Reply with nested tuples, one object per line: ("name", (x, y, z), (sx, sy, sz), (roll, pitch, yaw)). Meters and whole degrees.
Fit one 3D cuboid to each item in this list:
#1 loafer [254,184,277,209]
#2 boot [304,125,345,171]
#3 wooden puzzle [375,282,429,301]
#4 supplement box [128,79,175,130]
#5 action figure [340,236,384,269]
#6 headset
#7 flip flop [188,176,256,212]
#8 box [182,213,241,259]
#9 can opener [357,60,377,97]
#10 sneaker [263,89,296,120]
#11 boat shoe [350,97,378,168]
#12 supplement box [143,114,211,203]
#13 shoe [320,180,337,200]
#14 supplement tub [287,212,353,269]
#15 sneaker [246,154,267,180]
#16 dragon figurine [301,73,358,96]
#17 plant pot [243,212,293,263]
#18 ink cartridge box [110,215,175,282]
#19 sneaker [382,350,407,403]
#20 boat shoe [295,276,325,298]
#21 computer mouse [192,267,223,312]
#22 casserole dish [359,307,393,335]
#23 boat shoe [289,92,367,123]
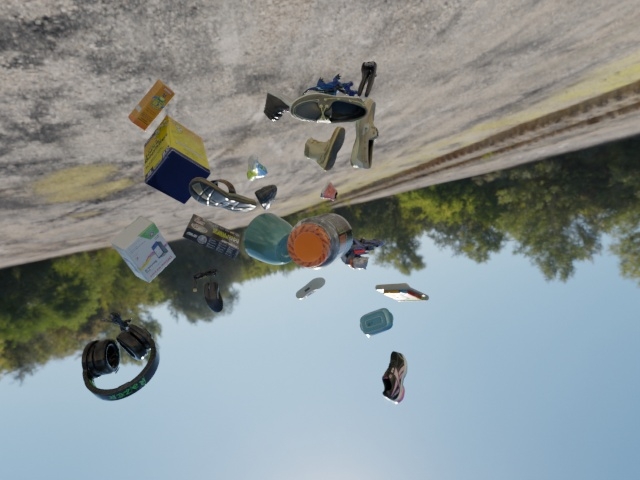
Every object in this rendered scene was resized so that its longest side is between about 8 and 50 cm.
("loafer", (-0.154, -0.130, 1.240), (0.061, 0.062, 0.170), (-33, -172, -6))
("boot", (0.018, -0.548, 2.373), (0.204, 0.261, 0.095), (38, -148, 29))
("wooden puzzle", (0.457, 0.301, 2.362), (0.221, 0.044, 0.239), (-9, 150, 42))
("supplement box", (-0.792, -0.635, 1.973), (0.080, 0.233, 0.078), (44, -174, 40))
("action figure", (0.172, 0.048, 2.320), (0.342, 0.178, 0.330), (1, -148, -35))
("headset", (-0.710, 0.405, 1.512), (0.244, 0.185, 0.394), (-25, -136, -15))
("flip flop", (-0.325, -0.162, 1.418), (0.112, 0.079, 0.277), (-15, 162, 34))
("box", (-0.528, -0.022, 2.080), (0.270, 0.060, 0.216), (25, -166, -16))
("can opener", (0.165, -0.559, 1.464), (0.059, 0.185, 0.073), (1, 143, 14))
("sneaker", (-0.204, -0.706, 2.286), (0.105, 0.146, 0.296), (-5, -147, -45))
("boat shoe", (0.210, -0.465, 1.848), (0.098, 0.301, 0.109), (16, -168, 25))
("supplement box", (-0.641, -0.363, 1.861), (0.194, 0.356, 0.195), (-45, 130, 16))
("shoe", (0.060, -0.271, 2.332), (0.081, 0.063, 0.178), (17, -149, 8))
("supplement tub", (0.000, 0.000, 1.591), (0.194, 0.193, 0.316), (-11, -177, 18))
("sneaker", (-0.396, -0.471, 2.674), (0.126, 0.091, 0.240), (-12, 162, -23))
("dragon figurine", (0.030, -0.692, 1.937), (0.290, 0.085, 0.143), (-6, -140, 14))
("plant pot", (-0.260, 0.010, 2.445), (0.293, 0.292, 0.235), (-14, -151, -41))
("ink cartridge box", (-0.688, 0.037, 1.648), (0.093, 0.212, 0.154), (23, -124, 25))
("sneaker", (0.256, 0.473, 1.480), (0.077, 0.178, 0.072), (25, 142, -26))
("boat shoe", (-0.054, 0.263, 2.325), (0.184, 0.065, 0.083), (-31, 170, -2))
("computer mouse", (-0.672, 0.301, 2.458), (0.184, 0.261, 0.060), (-10, 179, 19))
("casserole dish", (0.270, 0.403, 2.080), (0.189, 0.114, 0.037), (-26, 156, 27))
("boat shoe", (0.035, -0.514, 1.647), (0.306, 0.109, 0.091), (-6, -148, -13))
